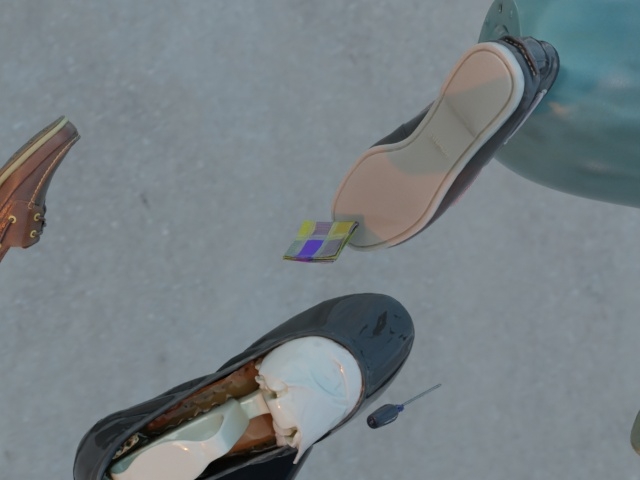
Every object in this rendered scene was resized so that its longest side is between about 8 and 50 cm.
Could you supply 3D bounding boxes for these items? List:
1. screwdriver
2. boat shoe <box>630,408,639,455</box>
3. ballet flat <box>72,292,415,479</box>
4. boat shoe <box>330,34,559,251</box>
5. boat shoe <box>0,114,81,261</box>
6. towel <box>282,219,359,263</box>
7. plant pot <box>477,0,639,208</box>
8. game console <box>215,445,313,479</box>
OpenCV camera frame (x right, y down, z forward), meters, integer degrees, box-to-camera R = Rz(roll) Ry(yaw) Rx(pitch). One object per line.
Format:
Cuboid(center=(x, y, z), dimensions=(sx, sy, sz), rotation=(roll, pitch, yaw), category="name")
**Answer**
Cuboid(center=(0.110, 0.210, 1.936), dimensions=(0.170, 0.024, 0.025), rotation=(-12, 101, -54), category="screwdriver")
Cuboid(center=(0.278, 0.017, 0.678), dimensions=(0.103, 0.302, 0.113), rotation=(41, 18, -3), category="boat shoe")
Cuboid(center=(-0.051, 0.132, 1.125), dimensions=(0.095, 0.280, 0.096), rotation=(61, 1, -13), category="ballet flat")
Cuboid(center=(0.135, -0.095, 1.620), dimensions=(0.095, 0.335, 0.112), rotation=(-17, 69, -43), category="boat shoe")
Cuboid(center=(-0.247, -0.023, 1.230), dimensions=(0.060, 0.178, 0.064), rotation=(39, 12, -8), category="boat shoe")
Cuboid(center=(0.000, 0.000, 1.664), dimensions=(0.009, 0.083, 0.060), rotation=(54, 55, -33), category="towel")
Cuboid(center=(0.310, -0.184, 1.756), dimensions=(0.235, 0.293, 0.293), rotation=(5, 65, -12), category="plant pot")
Cuboid(center=(-0.010, 0.273, 1.327), dimensions=(0.361, 0.044, 0.213), rotation=(25, 47, 11), category="game console")
